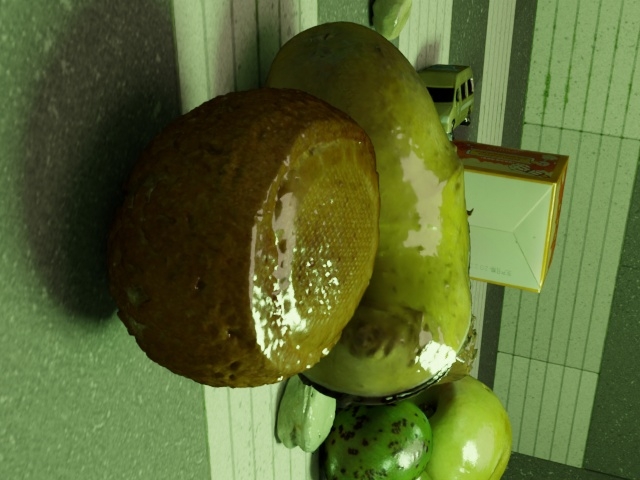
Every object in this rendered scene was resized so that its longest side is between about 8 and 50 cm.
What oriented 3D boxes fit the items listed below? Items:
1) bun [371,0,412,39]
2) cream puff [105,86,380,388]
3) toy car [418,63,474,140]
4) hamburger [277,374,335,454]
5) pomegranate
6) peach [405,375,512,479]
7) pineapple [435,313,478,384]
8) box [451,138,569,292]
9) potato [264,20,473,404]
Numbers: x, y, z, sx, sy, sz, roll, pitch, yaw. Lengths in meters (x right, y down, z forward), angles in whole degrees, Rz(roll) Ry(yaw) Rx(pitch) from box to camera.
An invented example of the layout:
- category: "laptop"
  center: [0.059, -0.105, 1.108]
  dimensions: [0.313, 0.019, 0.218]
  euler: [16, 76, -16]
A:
- category: "bun"
  center: [0.108, -0.360, 1.604]
  dimensions: [0.086, 0.055, 0.086]
  euler: [-61, 168, -23]
- category: "cream puff"
  center: [-0.079, -0.006, 0.976]
  dimensions: [0.303, 0.212, 0.303]
  euler: [-38, 135, -52]
- category: "toy car"
  center: [0.228, -0.271, 1.957]
  dimensions: [0.257, 0.101, 0.124]
  euler: [-41, 134, -66]
- category: "hamburger"
  center: [-0.018, 0.259, 1.572]
  dimensions: [0.140, 0.062, 0.133]
  euler: [-27, 125, -66]
- category: "pomegranate"
  center: [0.120, 0.387, 1.796]
  dimensions: [0.211, 0.263, 0.211]
  euler: [-47, 168, -13]
- category: "peach"
  center: [0.263, 0.439, 2.202]
  dimensions: [0.314, 0.281, 0.315]
  euler: [-64, 148, -23]
- category: "pineapple"
  center: [0.214, 0.107, 2.041]
  dimensions: [0.202, 0.202, 0.362]
  euler: [66, 26, -62]
- category: "box"
  center: [0.381, -0.063, 2.257]
  dimensions: [0.214, 0.284, 0.259]
  euler: [-47, 144, -62]
- category: "potato"
  center: [0.020, -0.057, 1.186]
  dimensions: [0.296, 0.290, 0.397]
  euler: [71, 25, -44]
